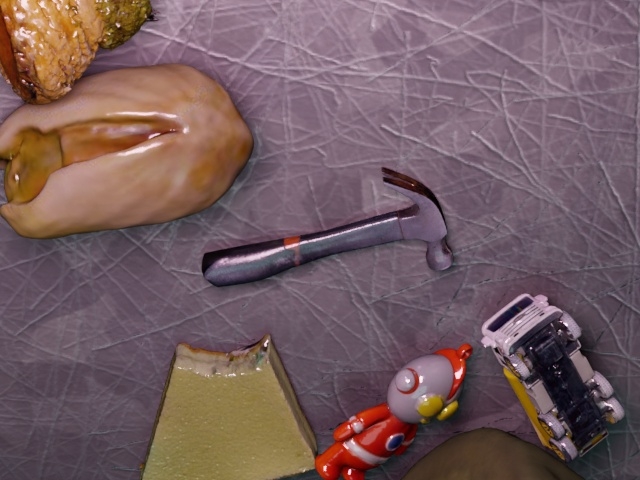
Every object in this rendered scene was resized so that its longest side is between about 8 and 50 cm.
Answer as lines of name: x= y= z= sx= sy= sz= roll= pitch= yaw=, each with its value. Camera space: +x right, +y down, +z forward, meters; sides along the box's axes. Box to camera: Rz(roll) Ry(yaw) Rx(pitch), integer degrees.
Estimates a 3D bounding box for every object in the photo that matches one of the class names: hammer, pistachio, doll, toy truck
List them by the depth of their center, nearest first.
pistachio: x=-0.210 y=-0.093 z=1.456 sx=0.288 sy=0.197 sz=0.166 roll=-10 pitch=80 yaw=18
hammer: x=0.000 y=0.000 z=1.583 sx=0.290 sy=0.037 sz=0.137 roll=-12 pitch=123 yaw=6
toy truck: x=0.275 y=0.168 z=1.656 sx=0.098 sy=0.114 sz=0.227 roll=-37 pitch=120 yaw=-9
doll: x=0.100 y=0.212 z=1.692 sx=0.245 sy=0.076 sz=0.142 roll=-43 pitch=147 yaw=18

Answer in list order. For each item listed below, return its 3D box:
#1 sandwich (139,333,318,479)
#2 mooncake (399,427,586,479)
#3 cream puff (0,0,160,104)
sandwich: x=-0.149 y=0.221 z=1.713 sx=0.245 sy=0.063 sz=0.212 roll=-17 pitch=118 yaw=8
mooncake: x=0.201 y=0.402 z=1.670 sx=0.187 sy=0.351 sz=0.351 roll=35 pitch=115 yaw=-18
cream puff: x=-0.245 y=-0.239 z=1.367 sx=0.169 sy=0.183 sz=0.183 roll=-22 pitch=125 yaw=-19
